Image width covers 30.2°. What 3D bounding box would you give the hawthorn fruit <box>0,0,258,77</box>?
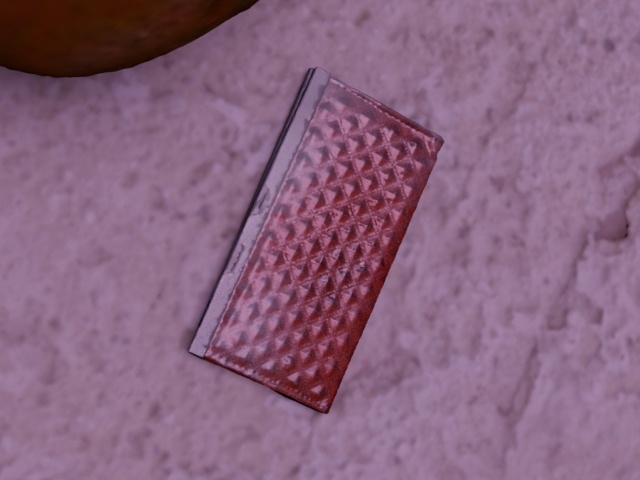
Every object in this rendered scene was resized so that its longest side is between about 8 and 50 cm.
[{"bbox_3d":[-0.094,-0.222,0.565,0.277,0.298,0.277,6,80,-37],"label":"hawthorn fruit"}]

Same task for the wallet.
[{"bbox_3d":[0.000,0.000,0.744,0.103,0.020,0.196,26,79,-16],"label":"wallet"}]
